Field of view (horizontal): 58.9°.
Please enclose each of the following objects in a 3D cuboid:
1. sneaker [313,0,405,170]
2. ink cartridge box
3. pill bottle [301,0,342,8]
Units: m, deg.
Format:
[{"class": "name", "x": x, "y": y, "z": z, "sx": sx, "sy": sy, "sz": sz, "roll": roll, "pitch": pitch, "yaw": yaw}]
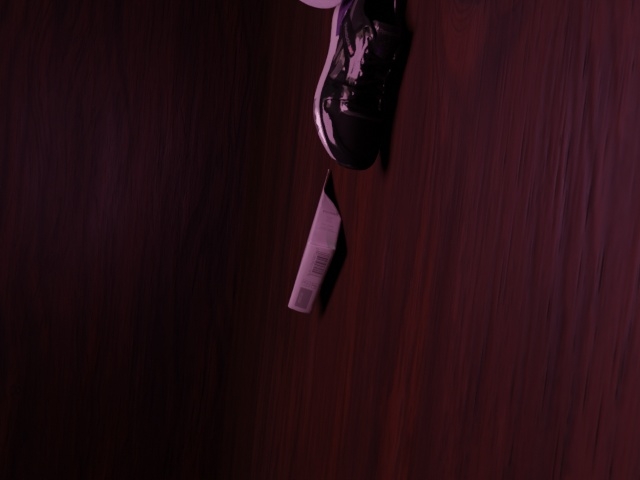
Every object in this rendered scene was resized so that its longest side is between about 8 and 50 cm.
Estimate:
[{"class": "sneaker", "x": 0.061, "y": -0.245, "z": 0.799, "sx": 0.124, "sy": 0.107, "sz": 0.283, "roll": 160, "pitch": 115, "yaw": -68}, {"class": "ink cartridge box", "x": 0.000, "y": 0.000, "z": 1.092, "sx": 0.225, "sy": 0.056, "sz": 0.181, "roll": -73, "pitch": 1, "yaw": -48}, {"class": "pill bottle", "x": 0.029, "y": -0.456, "z": 0.820, "sx": 0.221, "sy": 0.121, "sz": 0.121, "roll": -67, "pitch": 9, "yaw": -17}]
